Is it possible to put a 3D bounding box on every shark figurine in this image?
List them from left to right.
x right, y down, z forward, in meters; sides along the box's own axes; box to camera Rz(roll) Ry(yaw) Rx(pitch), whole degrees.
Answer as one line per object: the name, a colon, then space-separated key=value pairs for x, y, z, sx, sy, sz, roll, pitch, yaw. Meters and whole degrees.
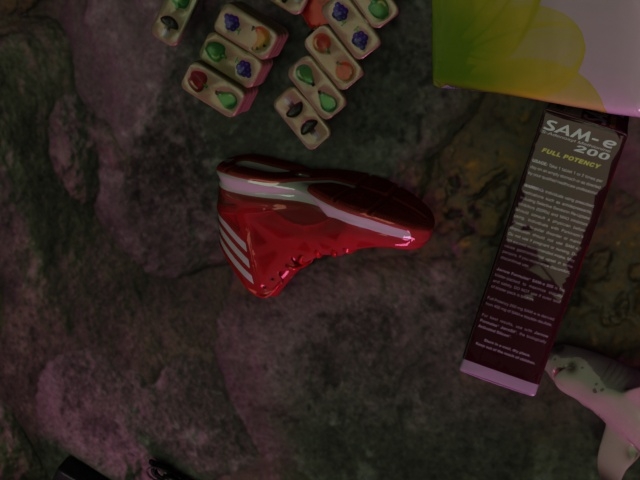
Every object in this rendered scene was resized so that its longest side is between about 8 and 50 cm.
shark figurine: x=0.329 y=0.199 z=0.960 sx=0.166 sy=0.116 sz=0.278 roll=-30 pitch=86 yaw=55

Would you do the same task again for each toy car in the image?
toy car: x=-0.023 y=-0.303 z=0.948 sx=0.239 sy=0.053 sz=0.225 roll=27 pitch=110 yaw=7

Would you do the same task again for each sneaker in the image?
sneaker: x=0.000 y=0.000 z=1.020 sx=0.221 sy=0.087 sz=0.128 roll=18 pitch=118 yaw=24

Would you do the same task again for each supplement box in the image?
supplement box: x=0.196 y=-0.002 z=0.923 sx=0.073 sy=0.130 sz=0.239 roll=18 pitch=110 yaw=11

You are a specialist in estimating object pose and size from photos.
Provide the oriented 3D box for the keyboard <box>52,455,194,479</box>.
keyboard: x=-0.164 y=0.344 z=1.182 sx=0.317 sy=0.033 sz=0.201 roll=30 pitch=111 yaw=6

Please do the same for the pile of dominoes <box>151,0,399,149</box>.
pile of dominoes: x=-0.031 y=-0.223 z=0.921 sx=0.196 sy=0.040 sz=0.251 roll=32 pitch=112 yaw=6

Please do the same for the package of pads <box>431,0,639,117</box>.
package of pads: x=0.192 y=-0.252 z=0.808 sx=0.229 sy=0.101 sz=0.296 roll=20 pitch=122 yaw=46
